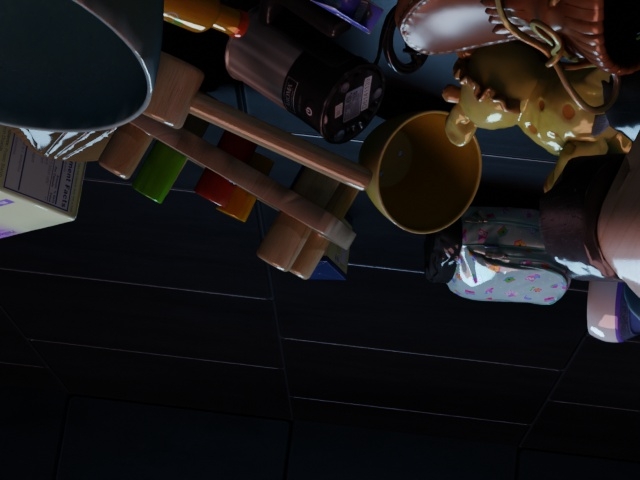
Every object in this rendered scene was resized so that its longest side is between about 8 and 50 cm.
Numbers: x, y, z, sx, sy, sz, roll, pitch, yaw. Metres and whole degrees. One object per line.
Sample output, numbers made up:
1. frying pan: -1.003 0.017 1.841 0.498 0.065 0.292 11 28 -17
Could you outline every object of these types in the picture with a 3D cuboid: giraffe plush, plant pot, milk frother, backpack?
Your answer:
1. giraffe plush: 0.207 -0.128 1.486 0.170 0.181 0.210 24 -179 23
2. plant pot: 0.094 -0.083 1.727 0.134 0.134 0.095 19 -177 -33
3. milk frother: 0.011 -0.180 1.488 0.135 0.129 0.143 37 -148 30
4. plant pot: -0.243 -0.235 1.206 0.290 0.195 0.290 12 159 5
5. backpack: 0.225 0.013 1.969 0.182 0.115 0.152 6 160 -4

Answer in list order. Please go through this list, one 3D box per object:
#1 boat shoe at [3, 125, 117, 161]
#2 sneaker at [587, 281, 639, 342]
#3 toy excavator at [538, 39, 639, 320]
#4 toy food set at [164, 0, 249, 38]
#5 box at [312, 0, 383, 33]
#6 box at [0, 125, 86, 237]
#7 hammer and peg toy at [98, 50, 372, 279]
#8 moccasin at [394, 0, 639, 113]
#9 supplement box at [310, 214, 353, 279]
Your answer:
1. boat shoe: -0.306 -0.164 1.699 0.104 0.089 0.285 -32 148 23
2. sneaker: 0.426 0.007 1.553 0.236 0.323 0.130 15 131 31
3. toy excavator: 0.453 -0.033 1.393 0.222 0.433 0.445 -1 142 50
4. toy food set: -0.162 -0.218 1.393 0.104 0.111 0.232 19 165 -36
5. box: -0.006 -0.219 1.350 0.081 0.028 0.136 23 -170 -42
6. box: -0.437 -0.099 1.879 0.243 0.117 0.213 23 157 -39
7. hammer and peg toy: -0.086 -0.066 1.571 0.266 0.127 0.361 30 180 6
8. moccasin: 0.229 -0.190 1.259 0.380 0.147 0.139 -2 160 29
9. supplement box: 0.000 0.000 2.067 0.056 0.083 0.083 1 162 20
